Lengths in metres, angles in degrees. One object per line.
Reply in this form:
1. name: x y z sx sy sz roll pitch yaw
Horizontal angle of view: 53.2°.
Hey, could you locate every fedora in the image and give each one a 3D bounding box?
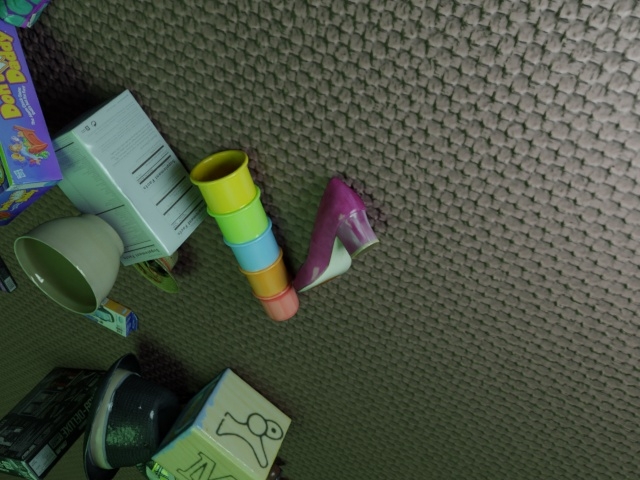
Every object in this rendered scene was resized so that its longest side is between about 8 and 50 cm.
1. fedora: -0.423 0.430 1.494 0.153 0.334 0.334 11 134 5

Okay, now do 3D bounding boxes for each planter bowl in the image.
1. planter bowl: -0.389 0.024 1.027 0.162 0.109 0.162 19 138 19

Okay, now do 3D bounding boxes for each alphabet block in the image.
1. alphabet block: -0.216 0.442 1.423 0.197 0.192 0.193 42 126 -8

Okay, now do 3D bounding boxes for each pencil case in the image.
1. pencil case: -0.407 -0.365 0.916 0.152 0.064 0.070 -19 101 41

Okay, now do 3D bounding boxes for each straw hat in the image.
1. straw hat: -0.305 0.035 1.221 0.144 0.061 0.144 30 152 18

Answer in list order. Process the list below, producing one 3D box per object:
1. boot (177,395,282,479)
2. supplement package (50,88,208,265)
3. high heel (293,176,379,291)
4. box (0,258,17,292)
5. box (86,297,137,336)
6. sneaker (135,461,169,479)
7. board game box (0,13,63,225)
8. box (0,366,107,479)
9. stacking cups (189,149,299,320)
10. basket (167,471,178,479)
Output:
1. boot: -0.247 0.499 1.614 0.264 0.096 0.280 -2 119 38
2. supplement package: -0.321 -0.097 1.055 0.139 0.134 0.244 -11 122 39
3. high heel: 0.000 0.000 1.018 0.117 0.082 0.244 62 151 10
4. box: -0.846 0.068 1.592 0.162 0.029 0.116 11 133 24
5. box: -0.487 0.170 1.475 0.136 0.028 0.081 26 137 10
6. sneaker: -0.401 0.602 1.756 0.147 0.145 0.384 -24 109 9
7. board game box: -0.539 -0.215 1.005 0.233 0.078 0.347 -23 85 42
8. box: -0.714 0.468 1.671 0.242 0.307 0.076 -5 122 33
9. stacking cups: -0.118 0.007 1.065 0.096 0.096 0.316 5 131 27
10. basket: -0.289 0.572 1.552 0.103 0.113 0.167 2 115 23
